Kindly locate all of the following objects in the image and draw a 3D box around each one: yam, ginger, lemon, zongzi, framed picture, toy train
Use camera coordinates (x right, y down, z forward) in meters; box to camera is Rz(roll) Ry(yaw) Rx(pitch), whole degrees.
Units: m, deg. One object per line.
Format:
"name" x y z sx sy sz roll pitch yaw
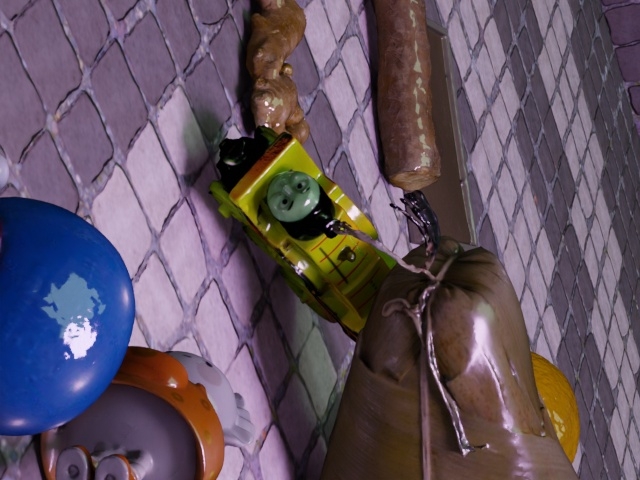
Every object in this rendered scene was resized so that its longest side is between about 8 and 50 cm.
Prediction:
"yam" 0.097 -0.241 2.233 0.081 0.081 0.357 18 62 -65
"ginger" -0.043 -0.181 1.888 0.176 0.052 0.193 -68 143 -62
"lemon" 0.223 0.222 2.187 0.257 0.188 0.188 -90 162 -68
"zongzi" 0.194 0.166 1.705 0.181 0.418 0.447 -46 155 -51
"framed picture" 0.146 -0.145 2.380 0.240 0.020 0.324 8 73 -67
"toy train" 0.000 0.000 1.766 0.100 0.160 0.296 -48 141 -7

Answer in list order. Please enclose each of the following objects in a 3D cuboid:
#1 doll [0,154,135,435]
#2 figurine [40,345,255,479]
"doll" -0.246 0.030 1.202 0.257 0.161 0.215 41 54 -33
"figurine" -0.131 0.156 1.428 0.271 0.143 0.143 23 59 -77
